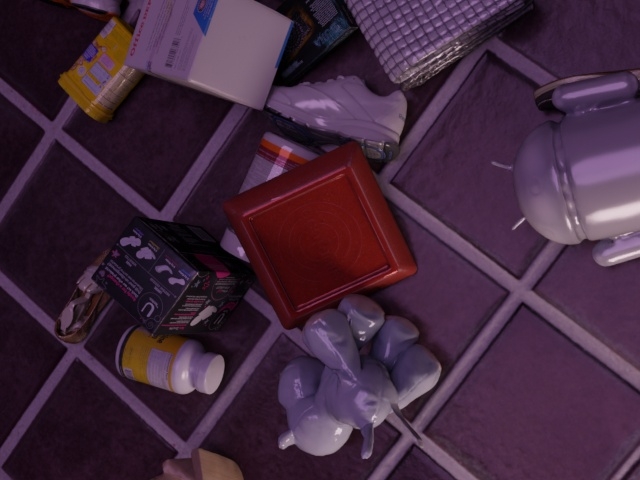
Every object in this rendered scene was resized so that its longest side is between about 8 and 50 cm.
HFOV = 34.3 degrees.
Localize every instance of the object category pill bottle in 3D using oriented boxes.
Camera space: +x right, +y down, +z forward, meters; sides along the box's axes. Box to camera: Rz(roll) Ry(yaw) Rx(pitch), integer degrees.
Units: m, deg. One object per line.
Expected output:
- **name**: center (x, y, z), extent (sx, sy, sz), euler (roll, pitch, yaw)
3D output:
- **pill bottle**: center (-0.088, -0.072, 1.833), extent (0.121, 0.121, 0.221), euler (27, 98, 19)
- **pill bottle**: center (-0.274, 0.222, 1.897), extent (0.184, 0.103, 0.103), euler (13, 92, 20)

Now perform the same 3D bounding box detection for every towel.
- **towel**: center (0.197, -0.421, 1.750), extent (0.284, 0.121, 0.235), euler (-31, 73, 15)

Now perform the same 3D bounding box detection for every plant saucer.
- **plant saucer**: center (0.000, 0.000, 1.761), extent (0.259, 0.047, 0.258), euler (-25, 103, 5)

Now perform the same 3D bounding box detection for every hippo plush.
- **hippo plush**: center (0.055, 0.262, 1.750), extent (0.236, 0.234, 0.294), euler (-49, 53, 43)

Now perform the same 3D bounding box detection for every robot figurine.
- **robot figurine**: center (0.451, -0.107, 1.594), extent (0.354, 0.200, 0.299), euler (-12, 102, 19)

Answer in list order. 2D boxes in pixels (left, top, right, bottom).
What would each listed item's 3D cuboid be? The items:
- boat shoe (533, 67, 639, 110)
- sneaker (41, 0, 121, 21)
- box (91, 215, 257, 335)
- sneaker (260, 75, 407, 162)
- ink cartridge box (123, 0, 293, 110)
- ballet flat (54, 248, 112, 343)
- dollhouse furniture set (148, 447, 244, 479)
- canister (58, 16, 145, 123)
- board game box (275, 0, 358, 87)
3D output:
- **boat shoe**: center (0.457, -0.228, 1.663), extent (0.224, 0.080, 0.073), euler (-7, 80, 15)
- **sneaker**: center (-0.491, -0.519, 2.030), extent (0.263, 0.099, 0.121), euler (20, 87, 13)
- **box**: center (-0.252, 0.065, 1.819), extent (0.163, 0.247, 0.142), euler (39, 99, 18)
- **sneaker**: center (0.018, -0.231, 1.827), extent (0.297, 0.111, 0.129), euler (18, 76, 18)
- **ink cartridge box**: center (-0.200, -0.349, 1.821), extent (0.233, 0.168, 0.171), euler (23, 95, 48)
- **ballet flat**: center (-0.447, 0.109, 1.985), extent (0.073, 0.067, 0.206), euler (29, 97, 19)
- **dollhouse furniture set**: center (-0.268, 0.628, 1.852), extent (0.362, 0.256, 0.394), euler (-26, 58, 17)
- **canister**: center (-0.405, -0.329, 1.990), extent (0.126, 0.073, 0.170), euler (46, 101, 16)
- **board game box**: center (-0.028, -0.375, 1.841), extent (0.186, 0.026, 0.126), euler (-36, 77, 38)
